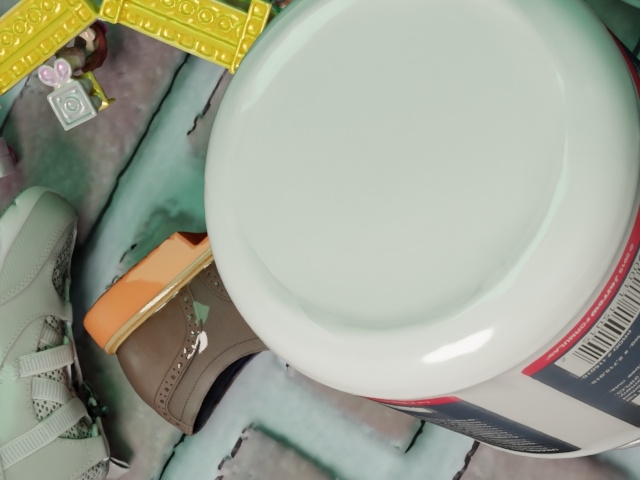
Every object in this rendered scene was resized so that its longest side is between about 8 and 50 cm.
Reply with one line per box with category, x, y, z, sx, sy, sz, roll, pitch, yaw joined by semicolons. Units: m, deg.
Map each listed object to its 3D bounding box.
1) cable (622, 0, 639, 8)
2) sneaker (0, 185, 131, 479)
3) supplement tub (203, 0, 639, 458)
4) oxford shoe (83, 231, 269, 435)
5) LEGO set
cable;0.197;-0.234;0.916;0.257;0.089;0.257;-35;72;44
sneaker;-0.164;0.107;1.076;0.115;0.105;0.281;10;72;-8
supplement tub;0.087;-0.004;0.854;0.191;0.272;0.191;-7;74;25
oxford shoe;0.000;0.000;1.016;0.271;0.097;0.098;-39;81;19
LEGO set;-0.100;-0.122;1.104;0.287;0.107;0.132;-11;107;20
